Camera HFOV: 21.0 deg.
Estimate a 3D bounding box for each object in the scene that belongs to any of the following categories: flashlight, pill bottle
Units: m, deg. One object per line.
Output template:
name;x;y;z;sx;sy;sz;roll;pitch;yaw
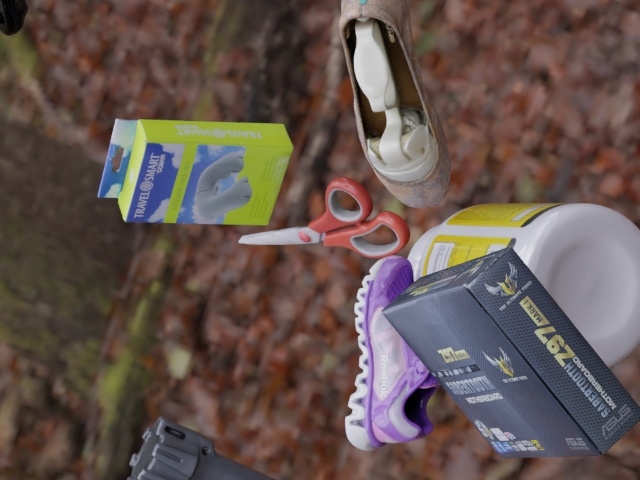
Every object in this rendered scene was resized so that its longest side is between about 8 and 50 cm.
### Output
flashlight;-0.098;0.335;2.176;0.103;0.304;0.103;-43;29;43
pill bottle;0.231;0.049;2.009;0.334;0.188;0.188;4;74;68

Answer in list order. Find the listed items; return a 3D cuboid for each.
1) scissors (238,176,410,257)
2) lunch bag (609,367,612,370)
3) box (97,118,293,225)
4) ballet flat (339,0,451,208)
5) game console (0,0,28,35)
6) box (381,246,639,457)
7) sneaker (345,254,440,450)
scissors;0.000;0.000;1.978;0.021;0.109;0.297;-53;13;-30
lunch bag;0.261;0.100;2.278;0.279;0.108;0.224;12;70;29
box;-0.127;-0.069;1.744;0.042;0.178;0.109;-113;32;-44
ballet flat;0.081;-0.158;2.071;0.107;0.316;0.106;-12;27;16
game console;-0.400;-0.349;1.740;0.361;0.044;0.213;48;164;32
box;0.161;0.104;1.505;0.059;0.183;0.232;-40;5;-18
sneaker;0.099;0.137;2.052;0.104;0.095;0.236;4;90;36
